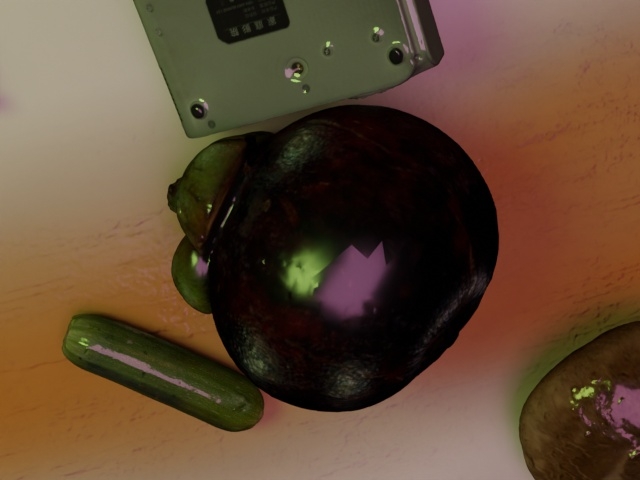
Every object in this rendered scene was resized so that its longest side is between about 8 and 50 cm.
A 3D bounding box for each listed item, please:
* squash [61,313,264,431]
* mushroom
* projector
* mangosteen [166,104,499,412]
[{"bbox_3d":[-0.161,0.141,1.039,0.229,0.066,0.066,25,101,-15],"label":"squash"},{"bbox_3d":[0.362,0.211,1.112,0.278,0.146,0.278,-4,115,-8],"label":"mushroom"},{"bbox_3d":[-0.037,-0.216,0.881,0.250,0.108,0.198,-12,112,19],"label":"projector"},{"bbox_3d":[0.015,0.003,0.926,0.300,0.300,0.300,-3,108,-9],"label":"mangosteen"}]
